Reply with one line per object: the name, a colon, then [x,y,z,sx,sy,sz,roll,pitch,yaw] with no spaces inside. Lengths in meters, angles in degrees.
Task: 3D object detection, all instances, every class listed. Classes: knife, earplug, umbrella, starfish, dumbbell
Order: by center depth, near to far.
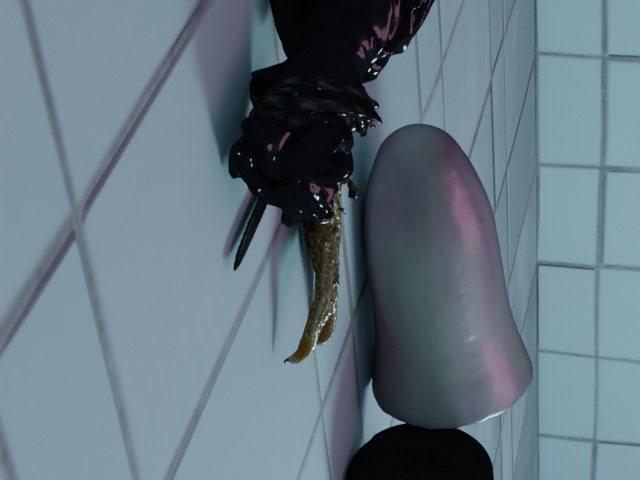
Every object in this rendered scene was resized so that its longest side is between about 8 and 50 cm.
umbrella: [0.011,-0.143,1.122,0.110,0.122,0.272,48,52,-40]
knife: [-0.043,-0.030,1.156,0.170,0.010,0.023,-70,160,-50]
starfish: [0.002,0.001,1.255,0.138,0.050,0.247,-68,158,-62]
earplug: [0.116,0.019,1.531,0.172,0.172,0.301,-64,149,-55]
dumbbell: [0.108,0.313,1.577,0.152,0.152,0.218,-68,157,-50]
